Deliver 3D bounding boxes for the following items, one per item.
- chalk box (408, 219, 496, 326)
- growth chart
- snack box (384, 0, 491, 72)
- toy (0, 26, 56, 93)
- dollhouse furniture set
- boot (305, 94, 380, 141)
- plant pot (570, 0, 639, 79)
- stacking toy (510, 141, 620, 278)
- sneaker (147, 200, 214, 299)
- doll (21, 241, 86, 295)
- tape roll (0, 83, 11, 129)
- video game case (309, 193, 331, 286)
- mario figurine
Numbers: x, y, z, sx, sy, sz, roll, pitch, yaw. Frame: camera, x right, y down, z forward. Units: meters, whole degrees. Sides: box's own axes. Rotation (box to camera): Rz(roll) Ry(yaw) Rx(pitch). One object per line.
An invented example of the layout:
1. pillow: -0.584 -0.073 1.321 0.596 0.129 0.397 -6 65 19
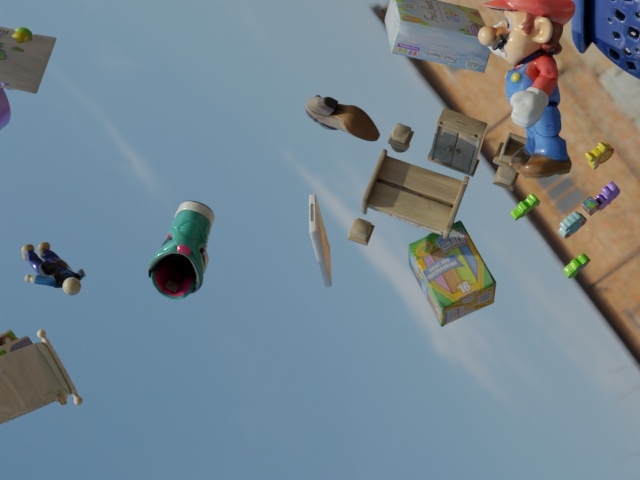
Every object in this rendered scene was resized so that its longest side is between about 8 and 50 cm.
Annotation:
1. chalk box: 0.270 0.052 2.374 0.213 0.132 0.132 63 176 23
2. growth chart: -0.519 0.223 1.829 0.237 0.021 0.172 -13 -108 -50
3. snack box: 0.212 -0.384 2.015 0.175 0.070 0.207 12 -155 -5
4. toy: -0.630 -0.357 2.260 0.137 0.056 0.237 10 -141 -9
5. dollhouse furniture set: 0.260 -0.081 2.381 0.303 0.355 0.174 20 158 9
6. boot: 0.030 -0.186 1.710 0.118 0.042 0.087 37 165 -9
7. plant pot: 0.607 -0.471 2.096 0.212 0.236 0.236 24 153 28
8. stacking toy: 0.476 -0.053 1.962 0.167 0.221 0.052 54 -179 29
9. sneaker: -0.307 0.064 2.429 0.124 0.295 0.178 18 -126 1
10. doll: -0.552 0.065 2.282 0.129 0.046 0.189 -10 -149 -40
11. tape roll: -0.790 -0.328 2.345 0.275 0.275 0.090 48 -121 -8
12. video game case: 0.000 0.000 2.428 0.143 0.019 0.157 -92 -11 -54
13. mario figurine: 0.306 -0.260 1.744 0.170 0.198 0.320 -14 -78 -34
